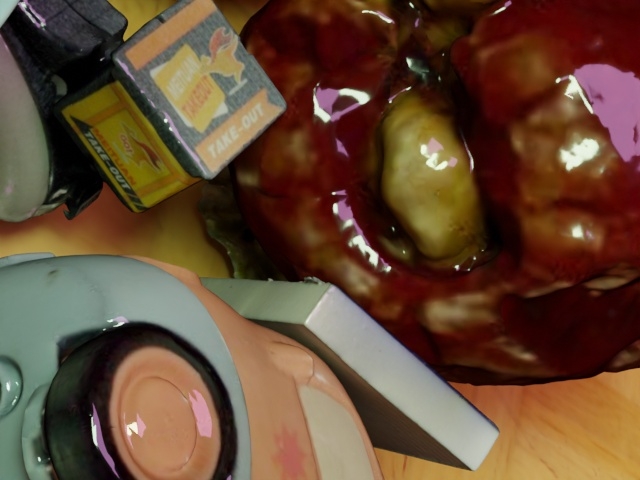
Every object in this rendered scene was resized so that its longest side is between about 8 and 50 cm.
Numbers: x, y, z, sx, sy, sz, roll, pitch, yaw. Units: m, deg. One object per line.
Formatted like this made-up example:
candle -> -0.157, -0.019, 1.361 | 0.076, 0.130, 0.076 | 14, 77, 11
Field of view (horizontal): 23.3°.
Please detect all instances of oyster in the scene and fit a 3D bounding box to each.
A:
oyster -> 0.000, 0.000, 0.775 | 0.146, 0.045, 0.121 | 32, 61, -33

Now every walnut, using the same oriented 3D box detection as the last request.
walnut -> 0.095, -0.062, 0.702 | 0.269, 0.222, 0.243 | -10, 108, -63

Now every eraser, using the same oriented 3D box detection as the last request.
eraser -> -0.003, 0.053, 0.669 | 0.104, 0.150, 0.023 | 41, 71, -23

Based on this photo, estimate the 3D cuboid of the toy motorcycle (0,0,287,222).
toy motorcycle -> -0.145, -0.123, 0.607 | 0.263, 0.157, 0.091 | 55, 43, -13

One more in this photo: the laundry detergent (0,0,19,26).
laundry detergent -> -0.238, -0.115, 0.408 | 0.287, 0.305, 0.287 | 18, 61, -37

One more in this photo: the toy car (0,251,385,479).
toy car -> -0.059, 0.140, 0.569 | 0.212, 0.181, 0.270 | 3, 71, -53
